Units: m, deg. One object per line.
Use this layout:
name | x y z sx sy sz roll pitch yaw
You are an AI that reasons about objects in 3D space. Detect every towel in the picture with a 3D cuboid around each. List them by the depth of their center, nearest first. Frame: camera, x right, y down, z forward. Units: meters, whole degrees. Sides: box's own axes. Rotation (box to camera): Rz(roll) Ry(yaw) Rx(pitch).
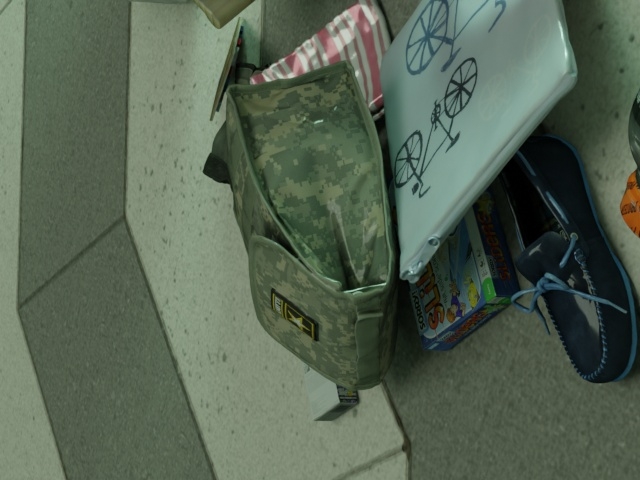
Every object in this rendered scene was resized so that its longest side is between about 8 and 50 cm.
towel | 0.006 -0.175 2.062 0.197 0.029 0.144 -34 58 31

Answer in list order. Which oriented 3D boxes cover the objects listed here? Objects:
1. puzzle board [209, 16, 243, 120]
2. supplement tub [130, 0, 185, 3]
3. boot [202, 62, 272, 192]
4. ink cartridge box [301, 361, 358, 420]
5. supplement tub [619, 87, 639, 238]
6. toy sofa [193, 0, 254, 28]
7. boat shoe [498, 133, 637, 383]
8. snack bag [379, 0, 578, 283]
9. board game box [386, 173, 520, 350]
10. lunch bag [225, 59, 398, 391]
puzzle board | -0.117 -0.216 2.273 0.128 0.011 0.096 -84 12 -63
supplement tub | -0.267 -0.484 2.374 0.235 0.235 0.324 13 98 57
boot | -0.058 -0.128 2.167 0.246 0.083 0.161 31 107 53
ink cartridge box | 0.007 0.145 2.083 0.063 0.029 0.115 -40 54 50
supplement tub | 0.366 -0.141 1.376 0.207 0.207 0.338 49 127 47
toy sofa | -0.077 -0.370 1.968 0.177 0.150 0.362 45 164 12
boat shoe | 0.217 0.020 1.706 0.109 0.089 0.258 -52 46 42
snack bag | 0.157 -0.173 1.788 0.323 0.037 0.342 -53 29 39
board game box | 0.134 -0.003 1.888 0.136 0.035 0.201 -43 52 47
lunch bag | 0.000 0.000 1.917 0.235 0.169 0.287 89 165 -61
